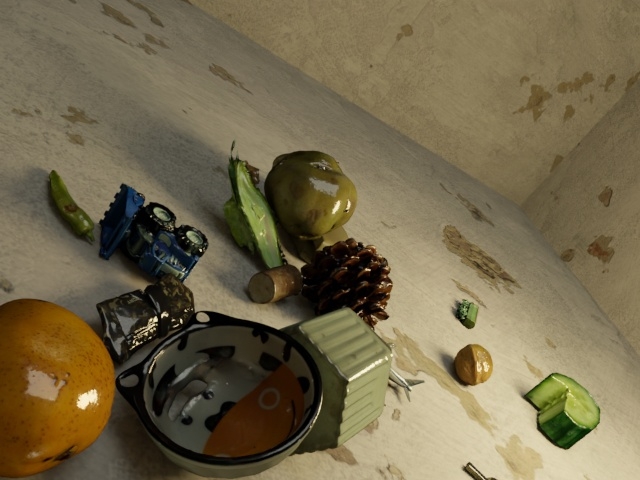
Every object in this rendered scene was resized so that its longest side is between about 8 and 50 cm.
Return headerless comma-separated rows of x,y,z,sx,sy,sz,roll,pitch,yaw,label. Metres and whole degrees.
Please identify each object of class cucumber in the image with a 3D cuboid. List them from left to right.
0.687,0.488,1.882,0.191,0.130,0.191,25,30,-16,cucumber

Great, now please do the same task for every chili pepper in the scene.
-0.490,-0.078,1.281,0.049,0.043,0.208,-9,50,-44,chili pepper

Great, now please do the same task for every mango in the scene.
-0.365,0.175,0.862,0.191,0.160,0.290,16,21,-30,mango

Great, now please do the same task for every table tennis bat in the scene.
0.377,0.542,1.446,0.158,0.014,0.095,43,24,6,table tennis bat

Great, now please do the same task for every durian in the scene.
-0.165,-0.058,1.610,0.132,0.107,0.375,-23,86,-40,durian

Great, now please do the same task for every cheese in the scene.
0.000,0.000,1.800,0.175,0.091,0.202,28,25,-19,cheese

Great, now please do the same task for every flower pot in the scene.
-0.010,0.245,1.175,0.209,0.239,0.190,16,13,27,flower pot

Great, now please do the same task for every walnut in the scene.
0.408,0.332,1.777,0.105,0.105,0.124,32,24,-15,walnut

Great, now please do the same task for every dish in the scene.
-0.142,0.252,1.015,0.303,0.120,0.303,5,37,-3,dish

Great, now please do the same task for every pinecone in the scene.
0.070,0.111,1.544,0.221,0.221,0.221,32,24,-16,pinecone

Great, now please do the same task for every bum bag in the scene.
-0.295,0.126,1.149,0.248,0.069,0.102,-29,106,-67,bum bag

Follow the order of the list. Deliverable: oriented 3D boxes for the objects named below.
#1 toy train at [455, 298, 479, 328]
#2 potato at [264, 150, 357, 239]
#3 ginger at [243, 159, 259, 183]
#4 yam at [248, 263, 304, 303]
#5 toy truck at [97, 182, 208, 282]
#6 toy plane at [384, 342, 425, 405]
0.471,0.232,2.135,0.071,0.038,0.148,40,24,5,toy train
-0.036,-0.130,1.710,0.218,0.202,0.351,-7,32,-15,potato
-0.195,-0.202,1.962,0.048,0.030,0.097,8,39,-48,ginger
-0.100,0.096,1.484,0.084,0.084,0.127,46,23,18,yam
-0.333,0.001,1.276,0.208,0.113,0.126,36,24,-4,toy truck
0.131,0.278,1.518,0.226,0.058,0.226,33,28,-4,toy plane
